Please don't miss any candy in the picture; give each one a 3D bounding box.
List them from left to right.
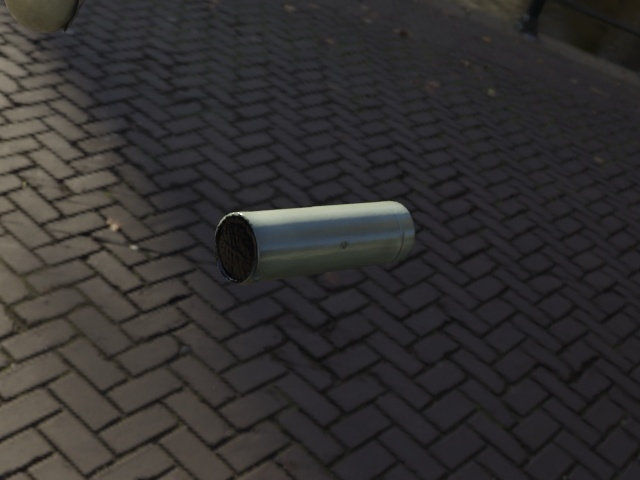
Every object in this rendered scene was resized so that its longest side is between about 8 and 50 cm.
[{"bbox_3d":[-0.598,-0.591,1.939,0.185,0.295,0.295,17,30,-29],"label":"candy"}]

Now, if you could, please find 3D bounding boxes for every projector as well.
[{"bbox_3d":[0.000,0.000,1.377,0.338,0.108,0.108,-6,40,-42],"label":"projector"}]
